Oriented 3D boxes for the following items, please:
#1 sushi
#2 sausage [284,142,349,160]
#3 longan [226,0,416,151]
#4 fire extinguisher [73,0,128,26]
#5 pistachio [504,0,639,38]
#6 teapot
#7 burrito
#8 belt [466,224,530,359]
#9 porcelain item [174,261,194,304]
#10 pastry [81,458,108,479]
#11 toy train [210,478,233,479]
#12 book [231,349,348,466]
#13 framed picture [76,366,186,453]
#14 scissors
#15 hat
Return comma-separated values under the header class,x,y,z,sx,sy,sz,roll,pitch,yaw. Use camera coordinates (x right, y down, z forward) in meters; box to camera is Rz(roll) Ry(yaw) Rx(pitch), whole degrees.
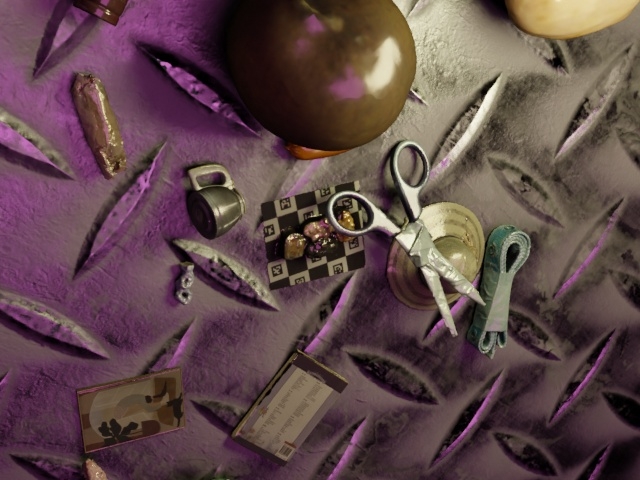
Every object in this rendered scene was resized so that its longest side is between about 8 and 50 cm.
class,x,y,z,sx,sy,sz,roll,pitch,yaw
sushi,0.000,0.000,1.743,0.215,0.050,0.192,-14,115,-21
sausage,0.017,-0.187,1.679,0.183,0.054,0.062,-12,142,-25
longan,0.001,-0.302,1.488,0.319,0.319,0.319,-9,113,-23
fire extinguisher,-0.300,-0.463,1.383,0.075,0.106,0.252,26,97,-12
pistachio,0.472,-0.498,1.687,0.309,0.230,0.230,-11,114,-15
teapot,-0.183,-0.072,1.604,0.091,0.092,0.124,-26,126,-35
burrito,-0.368,-0.193,1.488,0.058,0.045,0.188,-26,117,-24
belt,0.396,0.115,1.972,0.087,0.072,0.302,1,108,-25
porcelain item,-0.253,0.081,1.660,0.036,0.028,0.083,-3,112,-28
pastry,-0.473,0.548,1.688,0.265,0.103,0.112,-52,129,1
toy train,-0.217,0.630,1.820,0.238,0.167,0.299,-36,120,2
book,-0.064,0.352,1.863,0.157,0.026,0.231,37,90,-35
framed picture,-0.360,0.325,1.710,0.201,0.010,0.136,-10,114,-24
scissors,0.193,0.014,1.767,0.256,0.029,0.383,-37,100,-20
hat,0.268,0.051,1.863,0.252,0.110,0.252,-10,114,-23
